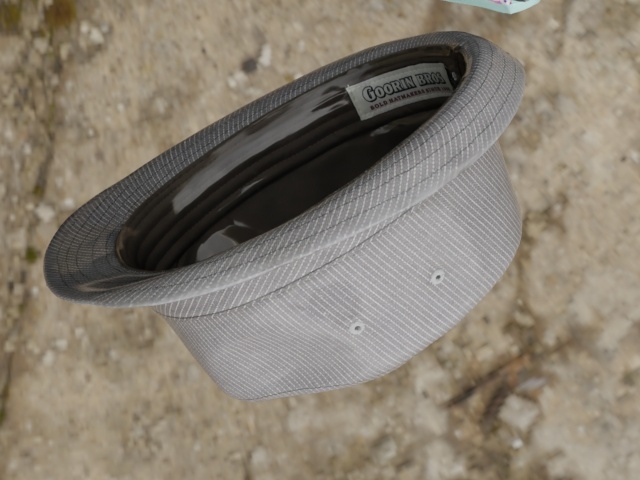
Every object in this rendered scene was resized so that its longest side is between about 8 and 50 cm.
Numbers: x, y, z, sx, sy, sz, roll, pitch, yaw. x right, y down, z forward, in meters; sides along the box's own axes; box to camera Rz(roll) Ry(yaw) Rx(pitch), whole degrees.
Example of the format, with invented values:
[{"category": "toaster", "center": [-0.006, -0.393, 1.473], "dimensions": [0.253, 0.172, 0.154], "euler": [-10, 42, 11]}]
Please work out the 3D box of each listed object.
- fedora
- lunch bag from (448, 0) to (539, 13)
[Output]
[{"category": "fedora", "center": [0.000, 0.000, 0.809], "dimensions": [0.275, 0.244, 0.124], "euler": [-32, 112, -9]}, {"category": "lunch bag", "center": [0.129, -0.354, 1.377], "dimensions": [0.160, 0.262, 0.223], "euler": [-16, 126, -1]}]
